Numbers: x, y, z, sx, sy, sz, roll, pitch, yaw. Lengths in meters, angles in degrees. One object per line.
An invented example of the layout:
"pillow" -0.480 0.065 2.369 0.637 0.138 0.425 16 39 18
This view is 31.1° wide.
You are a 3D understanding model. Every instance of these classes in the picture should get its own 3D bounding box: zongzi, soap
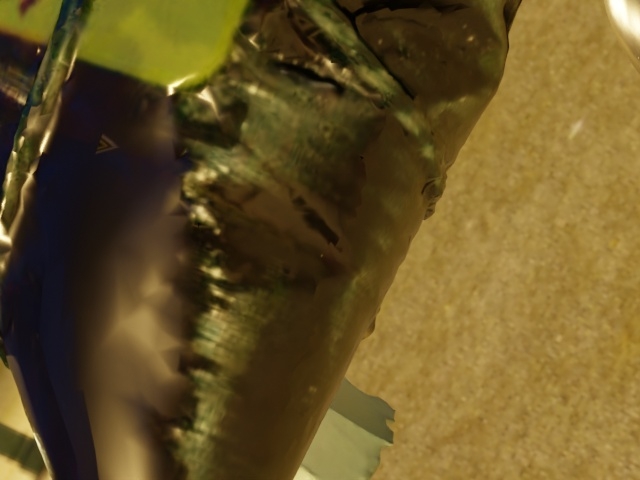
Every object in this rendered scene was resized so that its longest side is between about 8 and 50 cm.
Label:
"zongzi" -0.071 -0.032 0.462 0.383 0.319 0.362 8 74 44
"soap" -0.048 0.214 1.079 0.289 0.095 0.173 -42 6 48

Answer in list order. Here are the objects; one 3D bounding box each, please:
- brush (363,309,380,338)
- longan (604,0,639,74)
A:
"brush" 0.000 0.000 1.053 0.301 0.071 0.084 -117 24 -68
"longan" 0.371 -0.217 0.973 0.243 0.300 0.300 -46 15 -1
